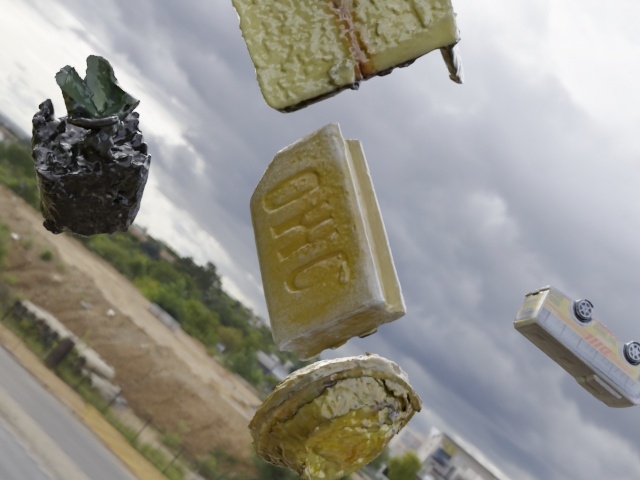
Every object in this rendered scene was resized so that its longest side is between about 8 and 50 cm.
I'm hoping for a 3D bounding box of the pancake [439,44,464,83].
[{"bbox_3d":[0.177,-0.368,1.360,0.250,0.031,0.250,-20,90,-80],"label":"pancake"}]

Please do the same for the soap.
[{"bbox_3d":[0.000,0.000,0.964,0.073,0.140,0.232,33,38,-52],"label":"soap"}]

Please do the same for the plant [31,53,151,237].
[{"bbox_3d":[-0.266,-0.102,1.002,0.131,0.203,0.142,1,37,-22],"label":"plant"}]

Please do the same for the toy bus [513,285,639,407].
[{"bbox_3d":[0.467,0.189,1.524,0.268,0.106,0.092,39,-25,-9],"label":"toy bus"}]

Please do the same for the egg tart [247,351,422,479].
[{"bbox_3d":[0.025,0.292,1.321,0.291,0.290,0.107,48,12,-48],"label":"egg tart"}]

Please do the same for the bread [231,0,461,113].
[{"bbox_3d":[0.033,-0.282,1.122,0.198,0.263,0.236,47,23,-69],"label":"bread"}]
